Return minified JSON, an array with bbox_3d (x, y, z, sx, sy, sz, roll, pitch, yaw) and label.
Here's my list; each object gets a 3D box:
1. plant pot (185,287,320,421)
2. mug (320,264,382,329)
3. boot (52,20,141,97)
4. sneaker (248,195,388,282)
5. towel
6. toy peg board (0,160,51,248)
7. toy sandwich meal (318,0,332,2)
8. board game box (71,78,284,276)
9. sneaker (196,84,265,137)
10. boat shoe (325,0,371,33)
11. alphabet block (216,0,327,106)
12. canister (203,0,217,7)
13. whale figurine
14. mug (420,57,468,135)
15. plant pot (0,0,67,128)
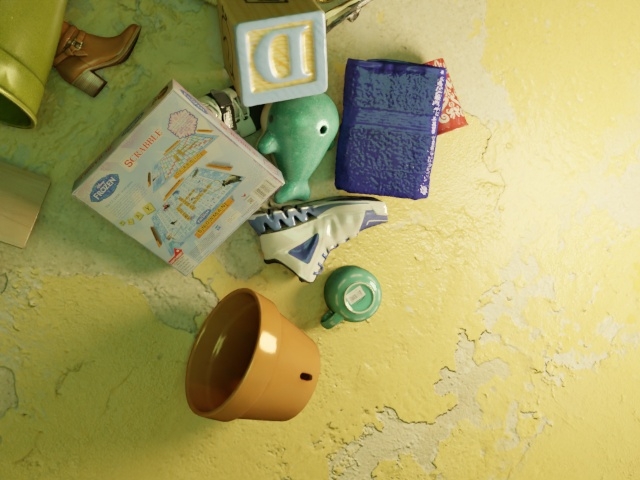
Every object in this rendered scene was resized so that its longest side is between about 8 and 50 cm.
[{"bbox_3d":[-0.137,0.275,1.766,0.203,0.291,0.291,26,89,-30],"label":"plant pot"},{"bbox_3d":[0.077,0.141,1.876,0.129,0.097,0.158,9,93,-13],"label":"mug"},{"bbox_3d":[-0.494,-0.426,1.712,0.152,0.073,0.197,39,84,-9],"label":"boot"},{"bbox_3d":[-0.001,0.000,1.843,0.315,0.127,0.182,-9,101,-5],"label":"sneaker"},{"bbox_3d":[0.156,-0.255,1.817,0.227,0.076,0.308,7,103,3],"label":"towel"},{"bbox_3d":[-0.685,-0.078,1.709,0.161,0.079,0.161,21,75,-14],"label":"toy peg board"},{"bbox_3d":[0.014,-0.583,1.818,0.085,0.029,0.086,0,111,0],"label":"toy sandwich meal"},{"bbox_3d":[-0.300,-0.123,1.695,0.318,0.066,0.318,-42,120,14],"label":"board game box"},{"bbox_3d":[-0.232,-0.265,1.749,0.330,0.146,0.123,-25,99,-11],"label":"sneaker"},{"bbox_3d":[0.064,-0.526,1.837,0.152,0.056,0.049,-27,105,1],"label":"boat shoe"},{"bbox_3d":[-0.104,-0.424,1.700,0.193,0.197,0.192,-11,127,-13],"label":"alphabet block"},{"bbox_3d":[-0.223,-0.577,1.756,0.169,0.073,0.126,22,90,-15],"label":"canister"},{"bbox_3d":[-0.041,-0.210,1.786,0.216,0.141,0.272,-7,109,-39],"label":"whale figurine"},{"bbox_3d":[0.254,-0.327,1.865,0.150,0.113,0.169,-20,96,-20],"label":"mug"},{"bbox_3d":[-0.657,-0.462,1.552,0.366,0.366,0.353,24,79,-14],"label":"plant pot"}]
